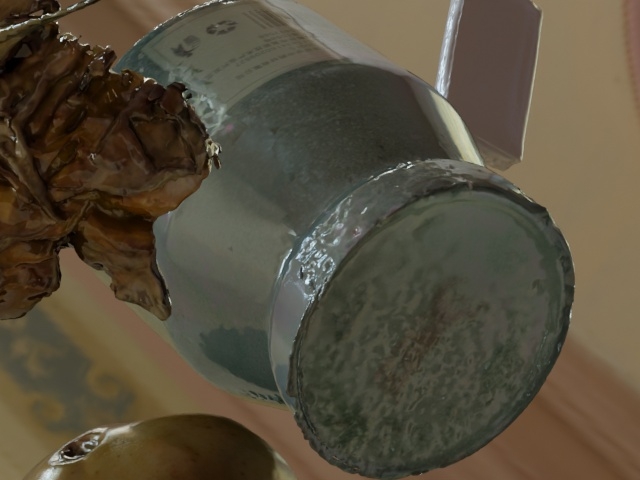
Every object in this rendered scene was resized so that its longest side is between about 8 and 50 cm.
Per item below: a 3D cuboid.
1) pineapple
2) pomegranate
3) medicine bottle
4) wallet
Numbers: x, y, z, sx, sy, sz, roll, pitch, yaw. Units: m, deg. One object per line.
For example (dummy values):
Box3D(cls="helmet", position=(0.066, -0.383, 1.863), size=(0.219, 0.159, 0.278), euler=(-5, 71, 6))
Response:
Box3D(cls="pineapple", position=(-0.189, -0.052, 0.787), size=(0.161, 0.158, 0.334), euler=(-47, -134, -15))
Box3D(cls="pomegranate", position=(-0.110, 0.216, 1.172), size=(0.233, 0.233, 0.233), euler=(19, -145, -14))
Box3D(cls="medicine bottle", position=(0.000, 0.000, 1.227), size=(0.245, 0.245, 0.290), euler=(3, -156, -33))
Box3D(cls="wallet", position=(0.144, -0.148, 1.647), size=(0.095, 0.033, 0.190), euler=(28, -125, -19))
